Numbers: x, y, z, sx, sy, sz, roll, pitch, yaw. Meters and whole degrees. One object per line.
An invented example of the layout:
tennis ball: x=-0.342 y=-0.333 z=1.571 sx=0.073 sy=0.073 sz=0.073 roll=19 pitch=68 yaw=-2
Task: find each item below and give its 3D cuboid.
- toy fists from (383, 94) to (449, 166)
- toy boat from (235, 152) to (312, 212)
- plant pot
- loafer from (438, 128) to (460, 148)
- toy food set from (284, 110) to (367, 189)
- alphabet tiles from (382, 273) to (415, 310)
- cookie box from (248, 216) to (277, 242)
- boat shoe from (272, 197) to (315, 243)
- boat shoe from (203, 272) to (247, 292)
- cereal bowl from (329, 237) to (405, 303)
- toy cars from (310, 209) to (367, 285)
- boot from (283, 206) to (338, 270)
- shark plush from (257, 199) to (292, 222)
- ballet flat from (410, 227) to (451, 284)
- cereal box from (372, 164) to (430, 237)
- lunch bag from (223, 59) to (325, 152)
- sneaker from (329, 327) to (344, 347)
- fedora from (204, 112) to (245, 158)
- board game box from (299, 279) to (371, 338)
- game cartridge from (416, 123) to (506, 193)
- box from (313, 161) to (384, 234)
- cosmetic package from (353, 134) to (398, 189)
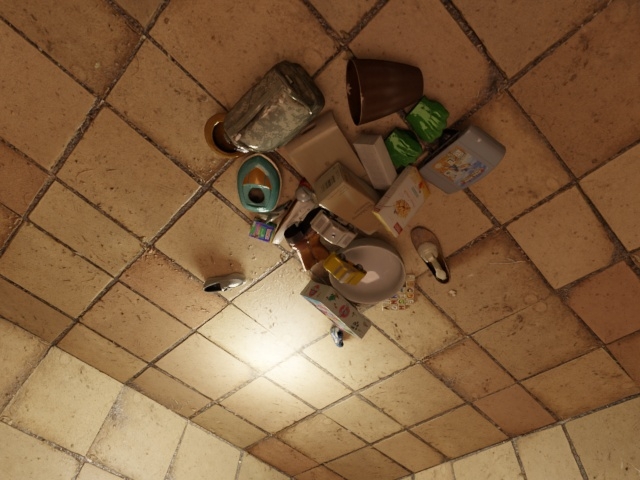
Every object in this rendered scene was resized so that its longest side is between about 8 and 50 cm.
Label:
toy fists: x=0.349 y=-0.393 z=1.508 sx=0.142 sy=0.096 sz=0.279 roll=40 pitch=121 yaw=-6
toy boat: x=-0.189 y=-0.220 z=1.645 sx=0.318 sy=0.148 sz=0.267 roll=4 pitch=125 yaw=3
plant pot: x=0.222 y=-0.518 z=1.382 sx=0.230 sy=0.215 sz=0.215 roll=-10 pitch=124 yaw=-4
loafer: x=0.555 y=-0.360 z=1.526 sx=0.223 sy=0.076 sz=0.078 roll=11 pitch=130 yaw=3
toy food set: x=0.028 y=-0.325 z=1.600 sx=0.219 sy=0.092 sz=0.306 roll=-26 pitch=126 yaw=19
alphabet tiles: x=0.364 y=0.260 z=2.013 sx=0.198 sy=0.009 sz=0.237 roll=-2 pitch=124 yaw=6
cookie box: x=-0.260 y=-0.047 z=1.837 sx=0.107 sy=0.040 sz=0.092 roll=19 pitch=124 yaw=-9
boat shoe: x=-0.118 y=-0.075 z=1.770 sx=0.096 sy=0.098 sz=0.277 roll=29 pitch=121 yaw=-14
boat shoe: x=-0.477 y=0.223 z=2.021 sx=0.227 sy=0.081 sz=0.079 roll=-9 pitch=124 yaw=12
cereal bowl: x=0.211 y=0.120 z=1.849 sx=0.339 sy=0.141 sz=0.339 roll=2 pitch=126 yaw=3
toy cars: x=0.079 y=0.051 z=1.676 sx=0.176 sy=0.087 sz=0.394 roll=-10 pitch=123 yaw=11
boot: x=0.000 y=0.000 z=1.786 sx=0.264 sy=0.096 sz=0.280 roll=-37 pitch=140 yaw=-6
shark plush: x=-0.197 y=-0.132 z=1.768 sx=0.161 sy=0.073 sz=0.067 roll=-29 pitch=88 yaw=28
ballet flat: x=0.505 y=0.078 z=1.813 sx=0.107 sy=0.106 sz=0.316 roll=-29 pitch=117 yaw=23
cereal box: x=0.323 y=-0.152 z=1.602 sx=0.240 sy=0.047 sz=0.173 roll=-53 pitch=132 yaw=-7
lunch bag: x=-0.169 y=-0.447 z=1.390 sx=0.305 sy=0.256 sz=0.212 roll=-35 pitch=91 yaw=27
sneaker: x=0.100 y=0.525 z=2.197 sx=0.059 sy=0.053 sz=0.144 roll=-20 pitch=122 yaw=16
fedora: x=-0.351 y=-0.413 z=1.567 sx=0.194 sy=0.079 sz=0.194 roll=3 pitch=133 yaw=4
board game box: x=0.072 y=0.329 z=1.960 sx=0.303 sy=0.224 sz=0.097 roll=45 pitch=73 yaw=-21
game cartridge: x=0.524 y=-0.290 z=1.522 sx=0.198 sy=0.062 sz=0.297 roll=33 pitch=145 yaw=-12
box: x=0.136 y=-0.159 z=1.617 sx=0.311 sy=0.121 sz=0.148 roll=27 pitch=125 yaw=-37
cosmetic package: x=0.219 y=-0.295 z=1.554 sx=0.099 sy=0.060 sz=0.239 roll=17 pitch=152 yaw=41
